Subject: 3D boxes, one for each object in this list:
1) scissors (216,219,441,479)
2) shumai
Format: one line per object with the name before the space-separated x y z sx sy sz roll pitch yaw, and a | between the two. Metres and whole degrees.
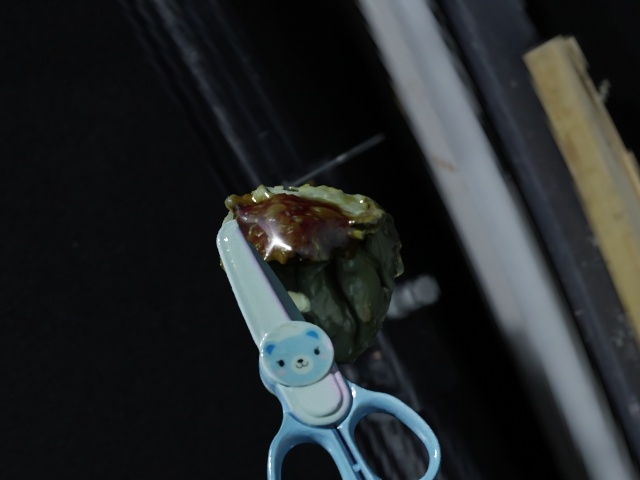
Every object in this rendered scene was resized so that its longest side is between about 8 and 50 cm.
scissors | -0.015 0.090 1.097 0.125 0.030 0.256 -21 -117 -15
shumai | 0.003 -0.004 1.302 0.184 0.142 0.184 12 -130 -15
